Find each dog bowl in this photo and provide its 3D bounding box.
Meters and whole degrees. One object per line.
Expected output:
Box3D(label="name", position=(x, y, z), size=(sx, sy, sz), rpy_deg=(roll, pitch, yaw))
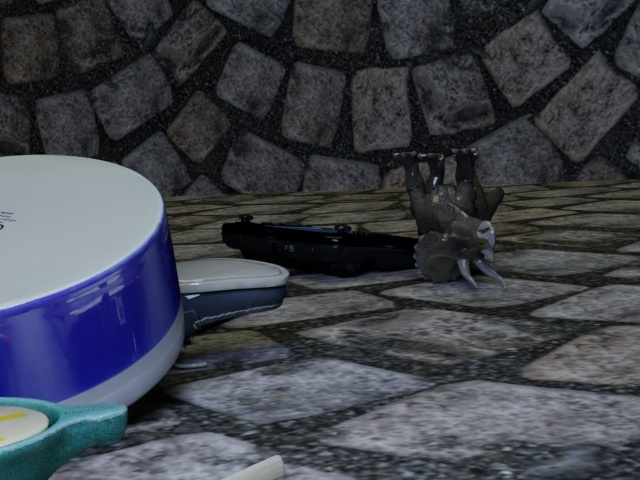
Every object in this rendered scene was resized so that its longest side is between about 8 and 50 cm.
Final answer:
Box3D(label="dog bowl", position=(-0.233, 0.035, 0.861), size=(0.265, 0.104, 0.265), rpy_deg=(-4, 26, 2))

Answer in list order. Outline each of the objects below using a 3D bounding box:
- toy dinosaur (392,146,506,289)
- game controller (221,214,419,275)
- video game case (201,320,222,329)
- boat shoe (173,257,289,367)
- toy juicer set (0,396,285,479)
Box3D(label="toy dinosaur", position=(0.154, -0.025, 1.430), size=(0.121, 0.160, 0.313), rpy_deg=(-3, 0, 9))
Box3D(label="game controller", position=(0.000, 0.000, 1.584), size=(0.166, 0.067, 0.319), rpy_deg=(-7, 8, -29))
Box3D(label="video game case", position=(-0.212, 0.068, 1.243), size=(0.248, 0.035, 0.275), rpy_deg=(-1, 8, 22))
Box3D(label="boat shoe", position=(-0.149, 0.066, 1.017), size=(0.255, 0.079, 0.095), rpy_deg=(-8, 9, -17))
Box3D(label="toy juicer set", position=(-0.203, 0.111, 0.591), size=(0.329, 0.089, 0.209), rpy_deg=(-2, 6, 15))
